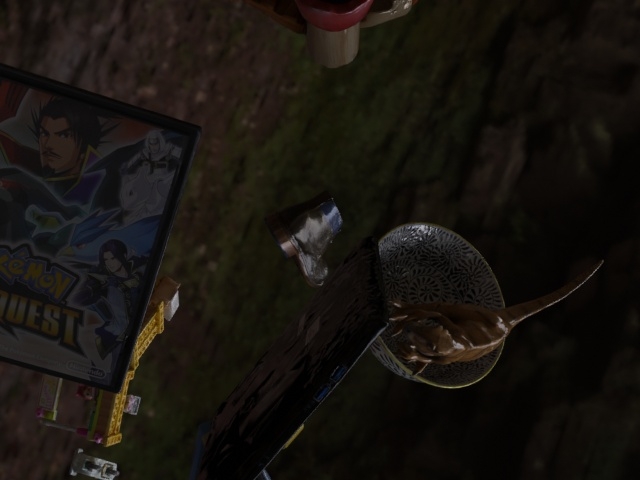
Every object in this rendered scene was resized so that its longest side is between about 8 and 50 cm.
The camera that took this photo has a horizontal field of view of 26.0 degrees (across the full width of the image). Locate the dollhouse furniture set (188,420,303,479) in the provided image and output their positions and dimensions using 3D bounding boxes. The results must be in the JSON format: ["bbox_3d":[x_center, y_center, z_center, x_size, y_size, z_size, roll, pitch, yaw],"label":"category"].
[{"bbox_3d":[0.005,0.338,1.387,0.303,0.198,0.286,103,-33,-50],"label":"dollhouse furniture set"}]

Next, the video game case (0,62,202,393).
[{"bbox_3d":[-0.270,-0.022,1.208,0.035,0.275,0.248,-150,-103,-81],"label":"video game case"}]

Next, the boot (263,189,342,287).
[{"bbox_3d":[0.000,0.000,2.111,0.106,0.219,0.082,-31,-118,4],"label":"boot"}]

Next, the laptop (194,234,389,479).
[{"bbox_3d":[-0.003,0.154,0.830,0.264,0.136,0.234,-50,-173,8],"label":"laptop"}]

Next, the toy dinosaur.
[{"bbox_3d":[0.116,0.066,1.028,0.112,0.211,0.064,-4,-81,38],"label":"toy dinosaur"}]

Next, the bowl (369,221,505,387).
[{"bbox_3d":[0.094,0.074,1.384,0.080,0.170,0.170,-32,-140,52],"label":"bowl"}]

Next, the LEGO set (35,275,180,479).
[{"bbox_3d":[-0.277,0.156,1.766,0.132,0.107,0.287,71,33,-66],"label":"LEGO set"}]

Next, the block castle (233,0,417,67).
[{"bbox_3d":[0.022,-0.424,1.356,0.453,0.303,0.213,-57,171,-16],"label":"block castle"}]
